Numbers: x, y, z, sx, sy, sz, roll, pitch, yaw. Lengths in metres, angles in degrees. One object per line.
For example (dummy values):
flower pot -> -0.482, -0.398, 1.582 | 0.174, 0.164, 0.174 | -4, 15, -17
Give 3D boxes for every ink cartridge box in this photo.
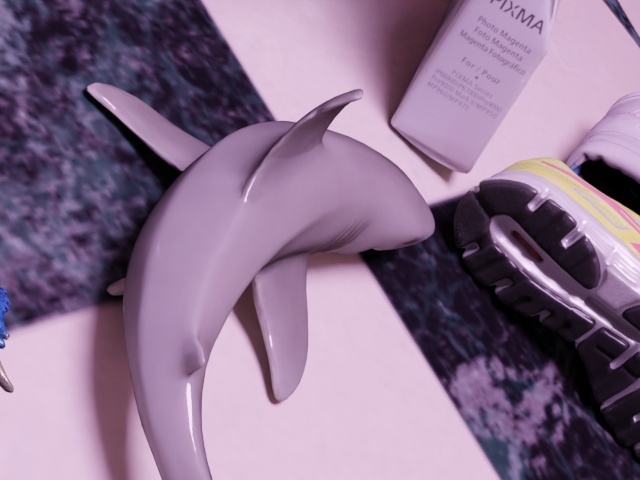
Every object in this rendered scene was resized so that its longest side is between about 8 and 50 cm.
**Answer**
ink cartridge box -> 0.128, -0.172, 0.727 | 0.066, 0.232, 0.189 | 33, 36, -4

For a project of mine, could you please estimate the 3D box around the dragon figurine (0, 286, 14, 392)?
dragon figurine -> -0.140, 0.057, 0.280 | 0.144, 0.085, 0.289 | 43, 23, -30

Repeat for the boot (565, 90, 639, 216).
boot -> 0.247, 0.028, 0.823 | 0.258, 0.095, 0.123 | 46, 39, 6

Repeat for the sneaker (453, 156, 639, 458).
sneaker -> 0.164, 0.032, 0.716 | 0.208, 0.081, 0.094 | 48, 31, -4

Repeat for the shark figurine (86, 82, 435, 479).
shark figurine -> -0.017, 0.002, 0.500 | 0.166, 0.116, 0.278 | 40, 33, -15
